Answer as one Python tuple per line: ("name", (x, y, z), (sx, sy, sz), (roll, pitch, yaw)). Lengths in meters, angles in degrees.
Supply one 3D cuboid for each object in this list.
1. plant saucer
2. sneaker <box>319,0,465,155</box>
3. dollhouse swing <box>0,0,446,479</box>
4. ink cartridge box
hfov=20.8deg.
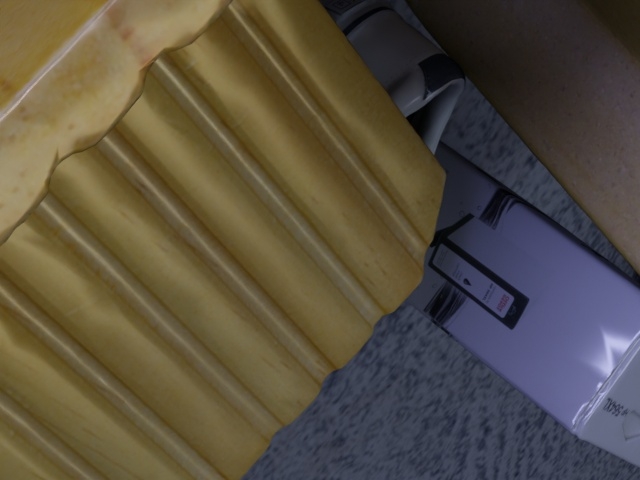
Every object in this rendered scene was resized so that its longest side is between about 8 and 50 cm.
("plant saucer", (0.110, -0.111, 0.692), (0.081, 0.333, 0.333), (-35, 149, -3))
("sneaker", (0.000, 0.000, 0.911), (0.094, 0.091, 0.258), (-18, 136, -44))
("dollhouse swing", (-0.057, 0.028, 0.653), (0.347, 0.315, 0.305), (-47, 118, -8))
("ink cartridge box", (0.116, 0.029, 0.990), (0.086, 0.203, 0.148), (-54, 150, 4))
